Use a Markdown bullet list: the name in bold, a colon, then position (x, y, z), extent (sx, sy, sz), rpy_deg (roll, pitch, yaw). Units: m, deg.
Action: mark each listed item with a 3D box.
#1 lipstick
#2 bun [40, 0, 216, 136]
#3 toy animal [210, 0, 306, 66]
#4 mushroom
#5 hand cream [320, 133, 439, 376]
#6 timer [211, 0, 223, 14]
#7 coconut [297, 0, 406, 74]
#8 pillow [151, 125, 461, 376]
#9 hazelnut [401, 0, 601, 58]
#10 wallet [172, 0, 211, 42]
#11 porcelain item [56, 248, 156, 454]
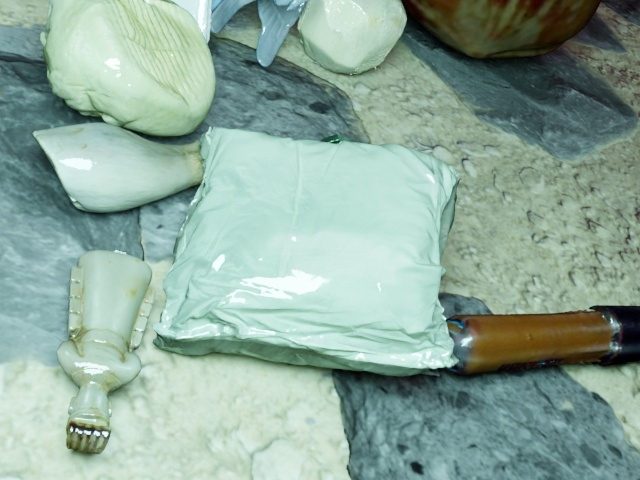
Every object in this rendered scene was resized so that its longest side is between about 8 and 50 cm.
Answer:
- **lipstick**: position (0.301, 0.118, 1.038), extent (0.418, 0.077, 0.077), rpy_deg (0, 47, -31)
- **bun**: position (-0.237, -0.212, 1.025), extent (0.229, 0.145, 0.229), rpy_deg (41, 32, -34)
- **toy animal**: position (-0.069, -0.380, 1.219), extent (0.255, 0.239, 0.176), rpy_deg (-33, 42, -12)
- **mushroom**: position (-0.202, -0.086, 0.946), extent (0.225, 0.093, 0.116), rpy_deg (-5, 34, -30)
- **hand cream**: position (0.048, 0.012, 1.024), extent (0.121, 0.076, 0.336), rpy_deg (5, 51, -24)
- **timer**: position (-0.226, -0.398, 1.252), extent (0.175, 0.175, 0.255), rpy_deg (2, 17, -29)
- **coconut**: position (0.050, -0.349, 1.324), extent (0.161, 0.162, 0.161), rpy_deg (17, 40, -14)
- **pillow**: position (0.000, 0.000, 0.898), extent (0.309, 0.138, 0.283), rpy_deg (7, 55, -4)
- **hazelnut**: position (0.296, -0.526, 1.525), extent (0.429, 0.402, 0.402), rpy_deg (11, 42, -27)
- **wallet**: position (-0.234, -0.316, 1.131), extent (0.182, 0.124, 0.032), rpy_deg (5, 8, 6)
- **porcelain item**: position (-0.198, 0.101, 0.775), extent (0.084, 0.054, 0.213), rpy_deg (12, 41, -16)
